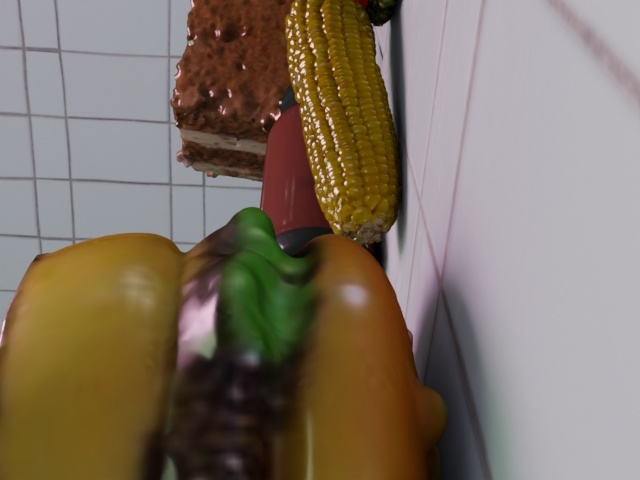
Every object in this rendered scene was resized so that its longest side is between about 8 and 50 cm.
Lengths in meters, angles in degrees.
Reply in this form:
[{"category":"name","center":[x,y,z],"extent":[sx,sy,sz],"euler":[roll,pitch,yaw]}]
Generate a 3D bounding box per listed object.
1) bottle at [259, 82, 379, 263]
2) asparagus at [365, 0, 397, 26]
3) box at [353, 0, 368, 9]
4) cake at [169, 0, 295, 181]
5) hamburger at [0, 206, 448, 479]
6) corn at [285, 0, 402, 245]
[{"category":"bottle","center":[-0.005,-0.071,1.146],"extent":[0.144,0.144,0.336],"euler":[96,176,-48]},{"category":"asparagus","center":[0.068,-0.258,0.996],"extent":[0.165,0.030,0.036],"euler":[132,119,-83]},{"category":"box","center":[0.046,-0.386,0.982],"extent":[0.313,0.089,0.197],"euler":[110,161,-82]},{"category":"cake","center":[-0.079,-0.244,1.450],"extent":[0.290,0.255,0.282],"euler":[114,165,-75]},{"category":"hamburger","center":[-0.058,0.169,0.678],"extent":[0.396,0.277,0.396],"euler":[180,90,-86]},{"category":"corn","center":[0.025,-0.135,0.962],"extent":[0.102,0.102,0.313],"euler":[97,164,-56]}]
